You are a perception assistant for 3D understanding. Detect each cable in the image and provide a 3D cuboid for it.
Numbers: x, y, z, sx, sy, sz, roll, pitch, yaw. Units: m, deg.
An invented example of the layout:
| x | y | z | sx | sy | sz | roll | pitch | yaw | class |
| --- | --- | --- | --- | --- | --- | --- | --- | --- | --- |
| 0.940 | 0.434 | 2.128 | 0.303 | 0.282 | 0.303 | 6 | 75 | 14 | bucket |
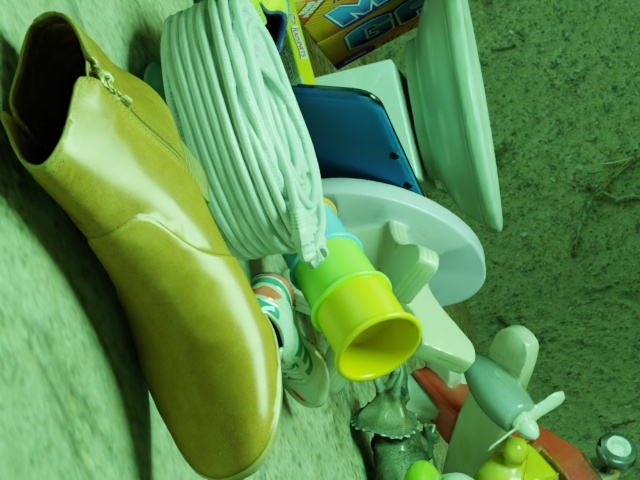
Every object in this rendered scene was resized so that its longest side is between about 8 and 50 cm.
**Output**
| x | y | z | sx | sy | sz | roll | pitch | yaw | class |
| --- | --- | --- | --- | --- | --- | --- | --- | --- | --- |
| -0.071 | -0.107 | 1.102 | 0.257 | 0.089 | 0.257 | -81 | 152 | -70 | cable |

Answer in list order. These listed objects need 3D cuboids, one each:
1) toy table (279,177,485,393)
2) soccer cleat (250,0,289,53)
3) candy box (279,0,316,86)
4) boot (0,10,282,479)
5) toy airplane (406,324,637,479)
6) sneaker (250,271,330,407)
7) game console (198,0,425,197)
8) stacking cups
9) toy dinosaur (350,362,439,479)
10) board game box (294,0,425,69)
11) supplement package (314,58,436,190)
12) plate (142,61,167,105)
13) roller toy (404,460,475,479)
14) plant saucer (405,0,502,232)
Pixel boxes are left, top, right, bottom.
| x | y | z | sx | sy | sz | roll | pitch | yaw | class |
| --- | --- | --- | --- | --- | --- | --- | --- | --- | --- |
| 0.070 | 0.050 | 1.356 | 0.161 | 0.274 | 0.252 | -85 | -169 | -46 | toy table |
| -0.099 | -0.319 | 1.417 | 0.289 | 0.093 | 0.121 | 46 | 30 | -70 | soccer cleat |
| -0.060 | -0.283 | 1.593 | 0.105 | 0.027 | 0.206 | -35 | -114 | 56 | candy box |
| -0.127 | 0.005 | 0.767 | 0.211 | 0.104 | 0.295 | 46 | 23 | -57 | boot |
| 0.235 | 0.321 | 1.691 | 0.272 | 0.384 | 0.386 | -36 | 103 | -41 | toy airplane |
| -0.041 | 0.115 | 1.160 | 0.075 | 0.057 | 0.161 | -60 | 135 | -55 | sneaker |
| -0.003 | -0.157 | 1.395 | 0.293 | 0.173 | 0.250 | 59 | 14 | -56 | game console |
| 0.000 | 0.000 | 1.217 | 0.316 | 0.096 | 0.096 | 62 | 1 | 40 | stacking cups |
| 0.121 | 0.317 | 1.505 | 0.160 | 0.121 | 0.314 | 28 | 40 | -65 | toy dinosaur |
| 0.073 | -0.538 | 1.781 | 0.357 | 0.356 | 0.356 | 64 | 8 | 10 | board game box |
| 0.063 | -0.149 | 1.752 | 0.293 | 0.175 | 0.178 | 6 | 71 | -79 | supplement package |
| -0.121 | -0.084 | 1.107 | 0.188 | 0.024 | 0.188 | -17 | 90 | -81 | plate |
| 0.122 | 0.374 | 1.319 | 0.191 | 0.146 | 0.209 | 42 | 37 | -54 | roller toy |
| 0.194 | -0.203 | 1.722 | 0.400 | 0.100 | 0.401 | -9 | 90 | -80 | plant saucer |
